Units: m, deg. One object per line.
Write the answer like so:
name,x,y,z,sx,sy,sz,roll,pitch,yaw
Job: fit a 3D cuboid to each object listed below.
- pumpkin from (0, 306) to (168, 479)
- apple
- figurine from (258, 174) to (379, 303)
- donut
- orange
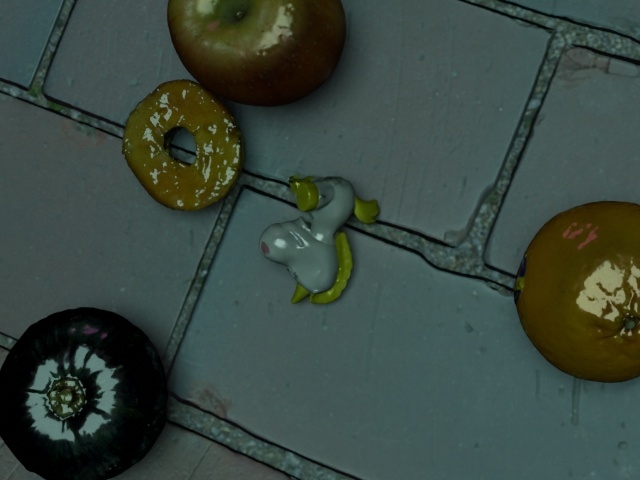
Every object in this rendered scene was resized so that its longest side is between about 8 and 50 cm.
pumpkin,-0.311,0.202,1.568,0.233,0.163,0.233,-1,86,10
apple,-0.079,-0.278,1.559,0.210,0.173,0.235,-46,69,9
figurine,-0.008,-0.001,1.561,0.130,0.109,0.178,25,94,-9
donut,-0.177,-0.124,1.619,0.162,0.065,0.178,-32,80,13
orange,0.342,0.060,1.430,0.219,0.193,0.219,1,84,-5
